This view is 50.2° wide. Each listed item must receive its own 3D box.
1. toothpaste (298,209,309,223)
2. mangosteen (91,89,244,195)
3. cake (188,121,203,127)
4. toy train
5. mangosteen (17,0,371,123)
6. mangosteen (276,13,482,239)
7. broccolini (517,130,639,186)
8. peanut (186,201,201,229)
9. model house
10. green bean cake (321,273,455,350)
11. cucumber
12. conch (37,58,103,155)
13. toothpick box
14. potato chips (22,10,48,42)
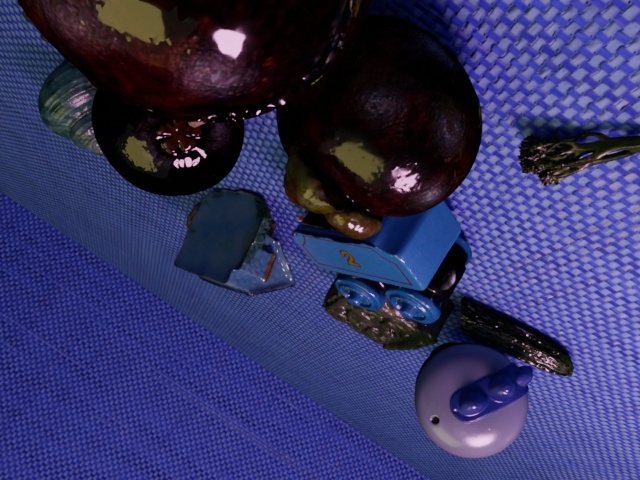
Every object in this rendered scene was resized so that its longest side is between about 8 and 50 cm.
[{"bbox_3d":[0.000,0.000,1.585,0.047,0.040,0.196,23,156,27],"label":"toothpaste"},{"bbox_3d":[-0.283,-0.221,1.270,0.275,0.275,0.302,45,-179,-26],"label":"mangosteen"},{"bbox_3d":[-0.074,-0.251,0.912,0.135,0.246,0.112,21,157,19],"label":"cake"},{"bbox_3d":[0.110,0.010,1.272,0.300,0.188,0.265,10,148,49],"label":"toy train"},{"bbox_3d":[-0.098,-0.328,0.680,0.381,0.421,0.381,42,-164,-15],"label":"mangosteen"},{"bbox_3d":[0.066,-0.145,0.892,0.288,0.288,0.288,28,157,13],"label":"mangosteen"},{"bbox_3d":[0.357,-0.122,0.886,0.201,0.058,0.074,-13,146,40],"label":"broccolini"},{"bbox_3d":[-0.326,-0.055,1.859,0.080,0.080,0.174,34,154,-2],"label":"peanut"},{"bbox_3d":[-0.171,0.027,1.699,0.261,0.226,0.241,14,166,45],"label":"model house"},{"bbox_3d":[0.151,0.153,1.589,0.255,0.132,0.241,37,153,-10],"label":"green bean cake"},{"bbox_3d":[0.407,0.206,1.432,0.265,0.077,0.077,23,156,17],"label":"cucumber"},{"bbox_3d":[-0.565,-0.296,1.602,0.202,0.134,0.196,41,157,-17],"label":"conch"},{"bbox_3d":[0.329,0.331,1.468,0.262,0.263,0.354,28,177,12],"label":"toothpick box"},{"bbox_3d":[-0.429,-0.461,1.123,0.373,0.097,0.389,27,157,6],"label":"potato chips"}]
